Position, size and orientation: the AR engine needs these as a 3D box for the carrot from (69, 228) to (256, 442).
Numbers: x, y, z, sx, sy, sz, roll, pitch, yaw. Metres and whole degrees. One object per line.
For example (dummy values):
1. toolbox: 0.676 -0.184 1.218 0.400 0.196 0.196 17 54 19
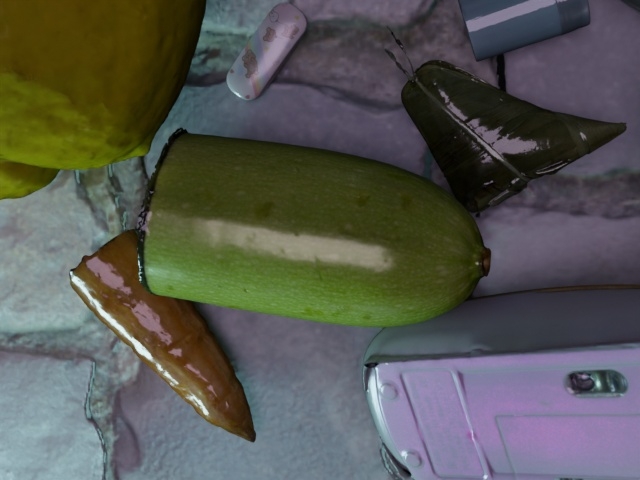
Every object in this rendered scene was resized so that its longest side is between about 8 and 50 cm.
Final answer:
1. carrot: -0.120 0.089 0.659 0.072 0.072 0.205 -37 93 13

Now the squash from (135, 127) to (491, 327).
1. squash: 0.000 0.000 0.593 0.247 0.132 0.132 11 100 7

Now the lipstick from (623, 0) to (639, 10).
1. lipstick: 0.293 -0.277 0.536 0.059 0.059 0.264 36 103 4

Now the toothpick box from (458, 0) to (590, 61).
1. toothpick box: 0.147 -0.167 0.581 0.083 0.052 0.052 -16 95 13

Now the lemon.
1. lemon: -0.207 -0.196 0.532 0.286 0.285 0.316 -9 119 11

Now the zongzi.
1. zongzi: 0.128 -0.112 0.583 0.131 0.062 0.154 -29 91 23

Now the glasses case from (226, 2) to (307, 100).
1. glasses case: -0.042 -0.149 0.633 0.032 0.021 0.083 39 103 5

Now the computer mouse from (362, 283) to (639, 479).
1. computer mouse: 0.174 0.115 0.575 0.311 0.072 0.158 -9 108 35
